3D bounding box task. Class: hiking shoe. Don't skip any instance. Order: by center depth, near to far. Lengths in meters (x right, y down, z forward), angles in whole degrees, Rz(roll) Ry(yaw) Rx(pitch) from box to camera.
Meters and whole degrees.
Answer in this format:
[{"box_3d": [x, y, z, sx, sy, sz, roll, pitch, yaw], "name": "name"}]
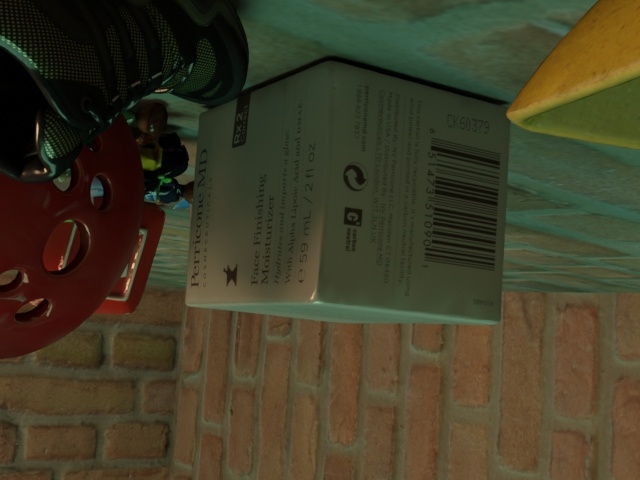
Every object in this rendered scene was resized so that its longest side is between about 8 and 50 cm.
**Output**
[{"box_3d": [-0.114, -0.077, 0.415, 0.086, 0.114, 0.227, 1, 173, 32], "name": "hiking shoe"}]

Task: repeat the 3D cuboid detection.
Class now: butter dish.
[{"box_3d": [-0.309, 0.006, 1.264, 0.160, 0.160, 0.118, 10, -166, -37], "name": "butter dish"}]

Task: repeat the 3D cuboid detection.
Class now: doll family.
[{"box_3d": [-0.150, -0.064, 0.774, 0.112, 0.075, 0.193, 0, 179, 0], "name": "doll family"}]

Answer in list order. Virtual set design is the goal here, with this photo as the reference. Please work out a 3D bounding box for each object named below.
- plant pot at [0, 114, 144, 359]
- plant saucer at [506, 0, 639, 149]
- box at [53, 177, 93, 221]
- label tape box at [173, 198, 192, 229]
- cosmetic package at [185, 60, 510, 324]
[{"box_3d": [-0.223, -0.036, 0.533, 0.191, 0.191, 0.174, 1, 168, 23], "name": "plant pot"}, {"box_3d": [0.282, -0.081, 0.297, 0.333, 0.080, 0.333, 6, 172, -19], "name": "plant saucer"}, {"box_3d": [-0.421, -0.047, 0.969, 0.233, 0.058, 0.322, 1, 179, 24], "name": "box"}, {"box_3d": [0.000, 0.000, 1.048, 0.249, 0.115, 0.348, 7, 171, -24], "name": "label tape box"}, {"box_3d": [0.014, -0.021, 0.670, 0.152, 0.151, 0.184, 8, 171, -32], "name": "cosmetic package"}]
